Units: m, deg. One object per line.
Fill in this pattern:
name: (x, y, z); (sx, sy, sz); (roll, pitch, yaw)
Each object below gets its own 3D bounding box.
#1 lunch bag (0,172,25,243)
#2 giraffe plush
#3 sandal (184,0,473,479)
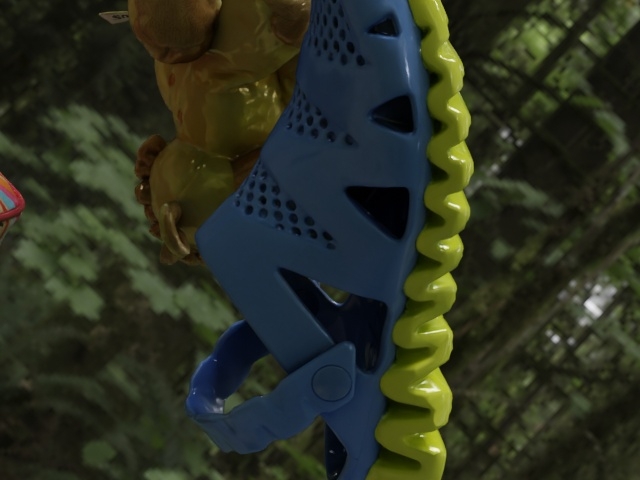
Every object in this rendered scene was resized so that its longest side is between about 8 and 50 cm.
lunch bag: (-0.341, -0.057, 0.846); (0.293, 0.120, 0.258); (37, 9, 0)
giraffe plush: (-0.057, -0.069, 0.879); (0.210, 0.170, 0.181); (-3, -6, 39)
sandal: (0.000, 0.000, 0.721); (0.126, 0.138, 0.317); (-115, -154, -71)
